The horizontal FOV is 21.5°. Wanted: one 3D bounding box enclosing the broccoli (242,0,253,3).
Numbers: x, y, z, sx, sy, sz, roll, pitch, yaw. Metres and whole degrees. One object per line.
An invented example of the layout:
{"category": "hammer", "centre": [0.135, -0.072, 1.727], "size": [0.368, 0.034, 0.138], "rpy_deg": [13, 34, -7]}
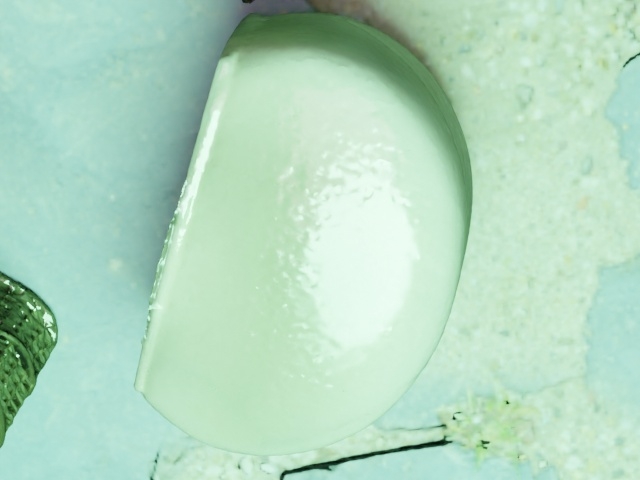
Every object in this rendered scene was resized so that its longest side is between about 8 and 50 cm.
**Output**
{"category": "broccoli", "centre": [-0.050, -0.205, 0.909], "size": [0.120, 0.130, 0.131], "rpy_deg": [-33, 76, -27]}

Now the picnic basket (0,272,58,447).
{"category": "picnic basket", "centre": [-0.251, 0.099, 0.985], "size": [0.134, 0.196, 0.154], "rpy_deg": [30, 110, -6]}

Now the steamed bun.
{"category": "steamed bun", "centre": [0.000, 0.000, 0.959], "size": [0.164, 0.146, 0.242], "rpy_deg": [18, 111, 1]}
